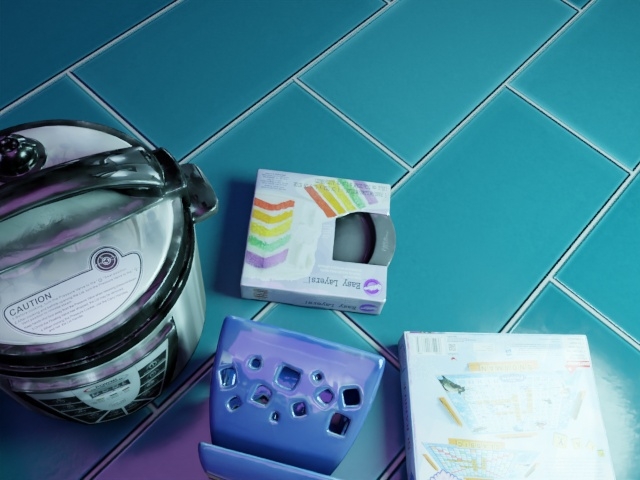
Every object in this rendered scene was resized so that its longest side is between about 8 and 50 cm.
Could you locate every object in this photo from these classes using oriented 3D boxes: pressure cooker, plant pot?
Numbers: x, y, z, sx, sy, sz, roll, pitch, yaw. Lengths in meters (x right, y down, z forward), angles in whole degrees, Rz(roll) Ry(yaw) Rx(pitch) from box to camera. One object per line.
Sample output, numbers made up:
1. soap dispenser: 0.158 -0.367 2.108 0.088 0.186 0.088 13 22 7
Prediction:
1. pressure cooker: -0.358 0.041 0.906 0.376 0.420 0.370 17 61 3
2. plant pot: -0.053 0.259 0.937 0.236 0.236 0.212 14 69 1

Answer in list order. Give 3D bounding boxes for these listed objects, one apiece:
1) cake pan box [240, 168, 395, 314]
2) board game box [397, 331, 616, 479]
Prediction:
1. cake pan box: 0.000 0.000 1.164 0.267 0.070 0.245 8 64 -2
2. board game box: 0.294 0.309 1.031 0.319 0.066 0.318 2 63 -4
